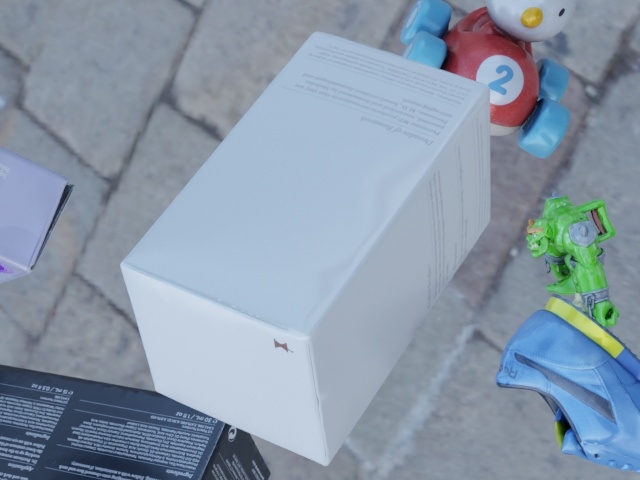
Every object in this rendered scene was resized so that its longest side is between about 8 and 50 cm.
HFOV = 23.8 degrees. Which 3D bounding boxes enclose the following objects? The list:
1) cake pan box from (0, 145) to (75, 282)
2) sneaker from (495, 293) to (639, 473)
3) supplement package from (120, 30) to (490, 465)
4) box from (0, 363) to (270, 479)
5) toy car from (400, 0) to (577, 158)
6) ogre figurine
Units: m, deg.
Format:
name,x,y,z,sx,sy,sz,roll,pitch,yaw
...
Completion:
name,x,y,z,sx,sy,sz,roll,pitch,yaw
cake pan box,-0.301,-0.046,0.926,0.267,0.246,0.070,-12,56,62
sneaker,0.206,0.127,1.009,0.082,0.209,0.069,-53,8,-6
supplement package,0.000,0.000,0.754,0.105,0.105,0.179,21,54,22
box,-0.196,0.203,1.132,0.261,0.103,0.184,7,51,25
toy car,0.244,-0.268,1.878,0.238,0.219,0.210,-57,11,33
ogre figurine,0.286,0.017,1.710,0.097,0.197,0.118,-7,109,17
